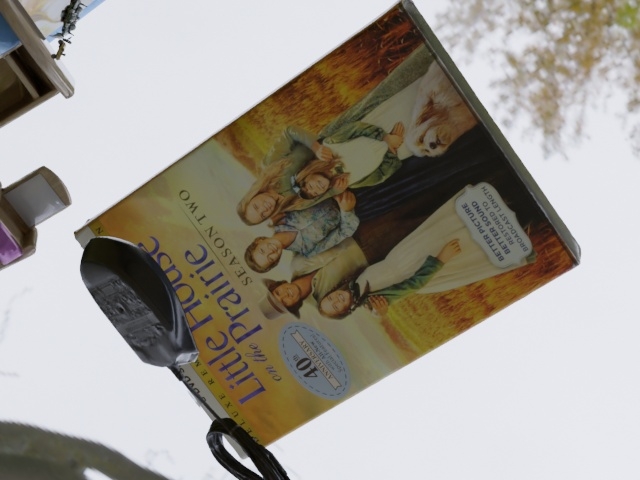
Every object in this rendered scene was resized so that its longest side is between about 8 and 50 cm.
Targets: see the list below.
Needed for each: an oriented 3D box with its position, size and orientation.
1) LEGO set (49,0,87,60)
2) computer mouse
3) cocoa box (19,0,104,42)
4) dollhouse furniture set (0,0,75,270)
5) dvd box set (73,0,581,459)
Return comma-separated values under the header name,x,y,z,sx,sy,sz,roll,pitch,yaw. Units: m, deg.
name,x,y,z,sx,sy,sz,roll,pitch,yaw
LEGO set,-0.235,-0.204,1.149,0.023,0.083,0.054,22,-109,0
computer mouse,-0.085,0.092,0.863,0.041,0.242,0.071,-43,-165,-35
cocoa box,-0.416,-0.436,1.512,0.231,0.347,0.228,-39,-120,-5
dollhouse furniture set,-0.321,-0.062,1.111,0.198,0.286,0.303,-30,-152,6
dvd box set,0.000,0.000,1.221,0.420,0.307,0.062,-32,-172,20
